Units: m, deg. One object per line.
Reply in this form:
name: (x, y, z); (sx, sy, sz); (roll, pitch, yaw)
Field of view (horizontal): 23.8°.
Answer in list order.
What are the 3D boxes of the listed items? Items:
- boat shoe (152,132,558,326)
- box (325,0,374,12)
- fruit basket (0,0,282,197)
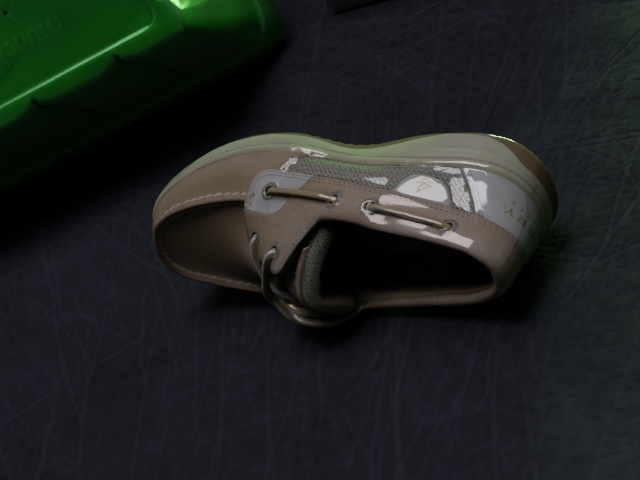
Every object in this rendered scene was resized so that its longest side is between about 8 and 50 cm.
boat shoe: (0.000, 0.000, 0.968); (0.302, 0.109, 0.098); (-2, 41, 35)
box: (0.141, -0.346, 1.348); (0.242, 0.076, 0.307); (-10, 38, 38)
fruit basket: (-0.241, -0.226, 1.396); (0.392, 0.282, 0.392); (-27, 4, 2)
